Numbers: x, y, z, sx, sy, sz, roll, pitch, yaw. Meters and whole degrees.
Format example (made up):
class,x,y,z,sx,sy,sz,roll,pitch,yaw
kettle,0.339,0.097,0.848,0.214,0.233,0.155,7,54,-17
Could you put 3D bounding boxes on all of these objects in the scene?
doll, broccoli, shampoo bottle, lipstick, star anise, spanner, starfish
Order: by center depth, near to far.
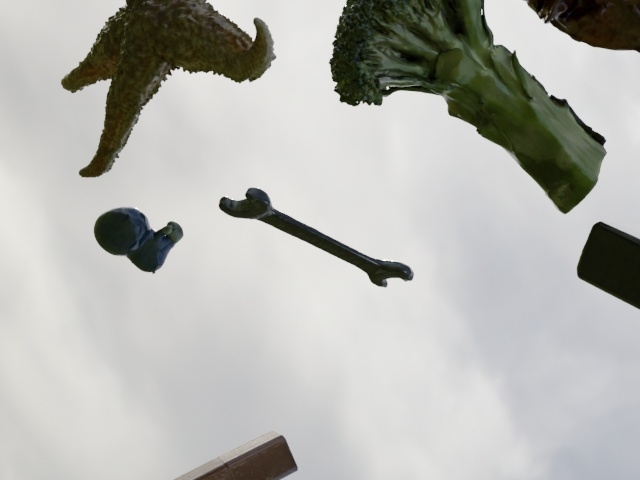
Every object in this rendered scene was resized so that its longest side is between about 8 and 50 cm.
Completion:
class,x,y,z,sx,sy,sz,roll,pitch,yaw
starfish,-0.152,-0.200,1.467,0.302,0.060,0.299,-49,-132,25
doll,-0.185,-0.005,1.665,0.083,0.050,0.076,32,-37,-24
lipstick,-0.099,0.248,1.703,0.045,0.145,0.045,67,-15,-10
spanner,0.000,0.000,1.767,0.054,0.254,0.015,-30,-133,39
broccoli,0.164,-0.174,1.939,0.361,0.252,0.221,61,14,-8
shampoo bottle,0.422,0.057,1.958,0.246,0.080,0.079,30,-76,41
star anise,0.310,-0.333,2.048,0.237,0.148,0.346,43,7,30
